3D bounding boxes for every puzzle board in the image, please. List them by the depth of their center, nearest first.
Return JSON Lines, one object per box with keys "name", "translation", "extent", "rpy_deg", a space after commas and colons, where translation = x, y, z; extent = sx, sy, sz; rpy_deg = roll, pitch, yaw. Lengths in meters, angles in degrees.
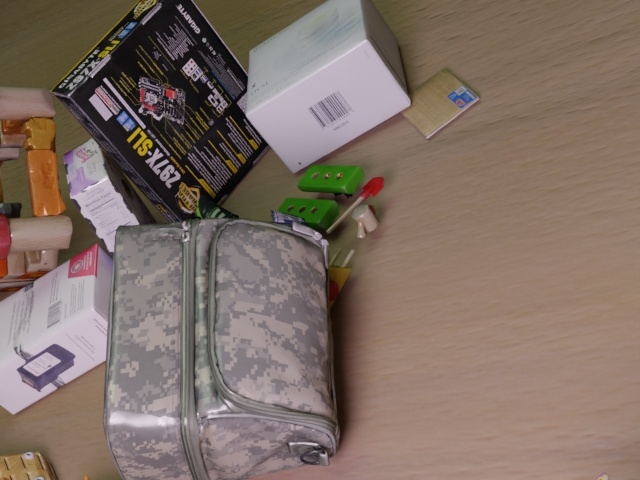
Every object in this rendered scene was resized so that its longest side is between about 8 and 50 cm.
{"name": "puzzle board", "translation": [0.174, -0.206, 1.476], "extent": [0.096, 0.011, 0.128], "rpy_deg": [-36, 34, 2]}

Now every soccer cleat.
{"name": "soccer cleat", "translation": [-0.146, -0.019, 1.525], "extent": [0.072, 0.060, 0.179], "rpy_deg": [-28, 41, 0]}

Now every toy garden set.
{"name": "toy garden set", "translation": [0.000, 0.000, 1.370], "extent": [0.203, 0.049, 0.244], "rpy_deg": [6, 53, 49]}

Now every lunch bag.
{"name": "lunch bag", "translation": [-0.109, 0.123, 1.148], "extent": [0.255, 0.213, 0.305], "rpy_deg": [-2, 54, -3]}

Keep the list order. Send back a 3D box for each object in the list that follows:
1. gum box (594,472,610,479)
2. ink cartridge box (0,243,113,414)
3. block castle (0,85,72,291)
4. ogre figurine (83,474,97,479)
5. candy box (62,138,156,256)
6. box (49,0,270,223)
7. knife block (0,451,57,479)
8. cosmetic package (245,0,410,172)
{"name": "gum box", "translation": [0.216, 0.264, 0.727], "extent": [0.107, 0.188, 0.062], "rpy_deg": [-40, 34, 0]}
{"name": "ink cartridge box", "translation": [-0.421, 0.139, 1.553], "extent": [0.237, 0.100, 0.172], "rpy_deg": [-30, 35, 11]}
{"name": "block castle", "translation": [-0.597, -0.068, 1.665], "extent": [0.453, 0.212, 0.303], "rpy_deg": [-21, 76, 57]}
{"name": "ogre figurine", "translation": [-0.258, 0.346, 1.173], "extent": [0.197, 0.096, 0.118], "rpy_deg": [-30, 50, 40]}
{"name": "candy box", "translation": [-0.333, -0.049, 1.599], "extent": [0.070, 0.196, 0.165], "rpy_deg": [-30, 33, -1]}
{"name": "box", "translation": [-0.233, -0.209, 1.584], "extent": [0.257, 0.322, 0.079], "rpy_deg": [-50, 37, -16]}
{"name": "knife block", "translation": [-0.503, 0.424, 1.334], "extent": [0.275, 0.242, 0.088], "rpy_deg": [-2, 22, -28]}
{"name": "cosmetic package", "translation": [0.008, -0.265, 1.579], "extent": [0.224, 0.138, 0.225], "rpy_deg": [-29, 31, 18]}
